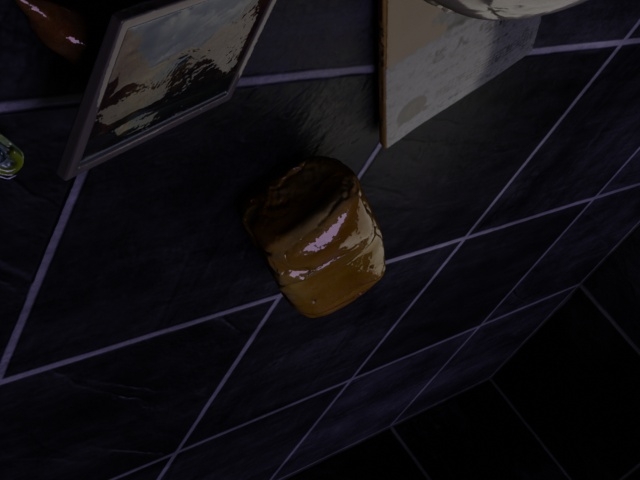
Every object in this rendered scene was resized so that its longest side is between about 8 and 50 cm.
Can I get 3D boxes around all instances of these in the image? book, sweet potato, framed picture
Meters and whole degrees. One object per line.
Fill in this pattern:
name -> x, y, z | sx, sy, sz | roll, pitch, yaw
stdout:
book -> 0.180, -0.280, 1.212 | 0.269, 0.032, 0.389 | -34, 158, -10
sweet potato -> -0.203, -0.170, 0.833 | 0.056, 0.056, 0.195 | -39, 153, 5
framed picture -> -0.129, -0.164, 0.910 | 0.250, 0.016, 0.184 | -38, 165, -50

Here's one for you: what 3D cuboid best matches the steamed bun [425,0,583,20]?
steamed bun -> 0.165, -0.302, 0.841 | 0.290, 0.272, 0.273 | 2, 136, -52

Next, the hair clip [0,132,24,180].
hair clip -> -0.320, -0.092, 0.828 | 0.060, 0.033, 0.188 | -44, 155, 10

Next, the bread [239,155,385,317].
bread -> 0.000, 0.000, 1.365 | 0.167, 0.132, 0.294 | -29, 159, -4
